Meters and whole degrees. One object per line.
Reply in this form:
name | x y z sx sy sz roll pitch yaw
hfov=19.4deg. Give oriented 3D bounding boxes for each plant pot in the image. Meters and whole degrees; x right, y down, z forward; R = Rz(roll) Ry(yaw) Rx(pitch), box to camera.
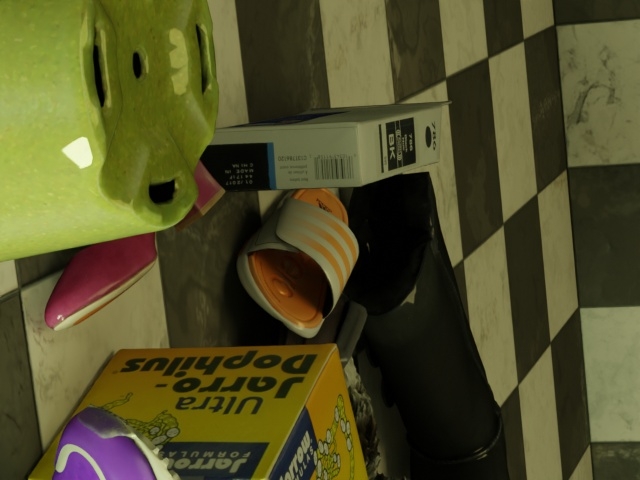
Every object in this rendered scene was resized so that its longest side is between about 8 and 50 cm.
plant pot | -0.203 -0.089 1.039 0.276 0.254 0.276 -3 90 -72

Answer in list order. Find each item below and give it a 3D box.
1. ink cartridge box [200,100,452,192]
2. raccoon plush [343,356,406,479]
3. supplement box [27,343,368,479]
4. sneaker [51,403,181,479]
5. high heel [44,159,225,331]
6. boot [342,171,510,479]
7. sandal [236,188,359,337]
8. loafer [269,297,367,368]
ink cartridge box | 0.012 -0.092 1.798 0.332 0.165 0.065 -23 109 -69
raccoon plush | 0.139 0.323 1.904 0.216 0.299 0.446 -64 145 -54
supplement box | -0.066 0.281 1.474 0.195 0.194 0.356 -61 143 -57
sneaker | -0.168 0.258 1.273 0.146 0.102 0.293 -25 128 -39
high heel | -0.167 -0.027 1.451 0.117 0.082 0.244 51 44 -7
boot | 0.131 0.193 2.083 0.445 0.146 0.367 74 5 -46
sandal | -0.008 -0.007 1.815 0.102 0.076 0.265 38 29 -10
loafer | -0.043 0.144 1.756 0.109 0.095 0.302 -56 -176 37
